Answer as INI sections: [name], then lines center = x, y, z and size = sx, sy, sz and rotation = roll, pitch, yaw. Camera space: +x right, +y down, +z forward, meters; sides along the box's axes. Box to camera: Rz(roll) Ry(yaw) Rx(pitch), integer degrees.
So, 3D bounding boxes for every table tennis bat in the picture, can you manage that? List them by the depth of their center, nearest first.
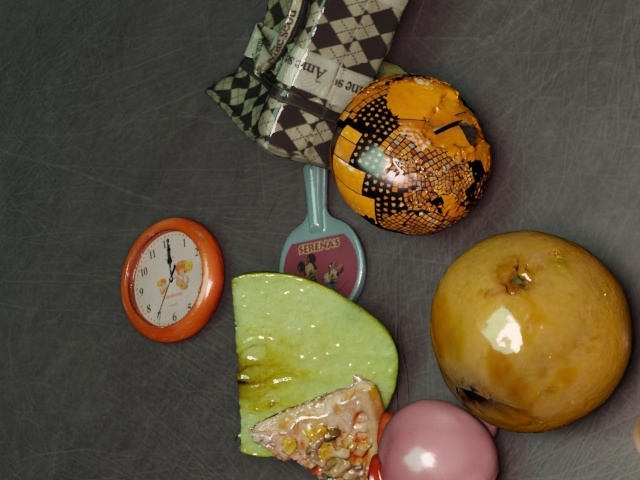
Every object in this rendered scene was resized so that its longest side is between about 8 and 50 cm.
[table tennis bat]
center = 0.000, 0.000, 2.081
size = 0.153, 0.040, 0.244
rotation = -10, 79, 32

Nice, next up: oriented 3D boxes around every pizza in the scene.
[pizza]
center = -0.005, 0.277, 1.934
size = 0.195, 0.052, 0.185
rotation = 1, 109, -3

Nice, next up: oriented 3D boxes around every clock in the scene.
[clock]
center = -0.238, 0.064, 2.207
size = 0.205, 0.051, 0.205
rotation = -8, 76, 33

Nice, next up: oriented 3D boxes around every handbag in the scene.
[handbag]
center = -0.015, -0.344, 2.056
size = 0.317, 0.180, 0.416
rotation = 36, 105, 59

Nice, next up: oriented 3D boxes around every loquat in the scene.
[loquat]
center = 0.270, 0.115, 1.768
size = 0.263, 0.263, 0.263
rotation = -8, 76, 31

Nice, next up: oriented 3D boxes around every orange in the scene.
[orange]
center = 0.123, -0.118, 1.913
size = 0.182, 0.234, 0.234
rotation = 130, 130, -57

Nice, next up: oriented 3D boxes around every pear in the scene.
[pear]
center = -0.003, 0.160, 1.977
size = 0.239, 0.139, 0.288
rotation = 1, 111, 9

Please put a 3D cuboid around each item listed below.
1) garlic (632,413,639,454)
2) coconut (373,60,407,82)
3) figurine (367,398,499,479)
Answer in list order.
[garlic]
center = 0.451, 0.268, 1.688
size = 0.124, 0.099, 0.174
rotation = -19, 37, -1
[coconut]
center = 0.056, -0.211, 2.077
size = 0.133, 0.055, 0.158
rotation = 39, 100, 31
[figurine]
center = 0.156, 0.296, 1.840
size = 0.173, 0.173, 0.173
rotation = -8, 76, 31
